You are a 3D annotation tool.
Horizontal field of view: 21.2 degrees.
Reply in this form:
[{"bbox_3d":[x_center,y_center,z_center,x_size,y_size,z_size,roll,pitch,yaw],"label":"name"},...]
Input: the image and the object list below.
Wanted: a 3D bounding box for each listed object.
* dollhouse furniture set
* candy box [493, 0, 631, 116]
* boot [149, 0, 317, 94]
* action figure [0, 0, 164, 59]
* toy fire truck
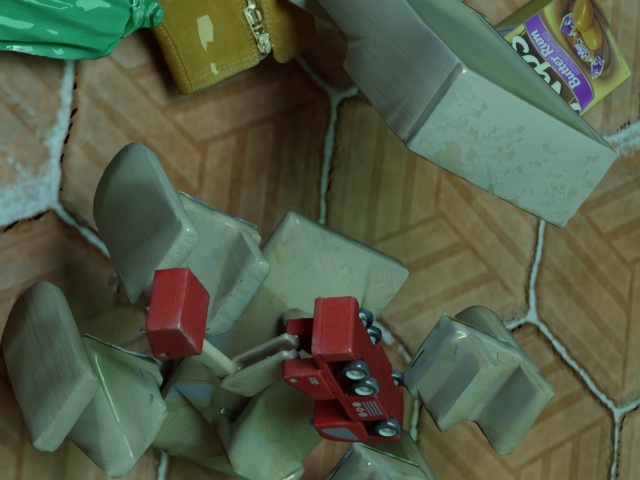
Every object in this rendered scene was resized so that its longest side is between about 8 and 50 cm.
[{"bbox_3d":[0.000,0.000,1.314,0.362,0.256,0.394,25,110,-32],"label":"dollhouse furniture set"},{"bbox_3d":[0.199,-0.154,1.578,0.186,0.053,0.109,-37,110,-31],"label":"candy box"},{"bbox_3d":[-0.041,-0.261,1.385,0.295,0.104,0.211,-35,113,-28],"label":"boot"},{"bbox_3d":[-0.220,-0.184,1.238,0.232,0.063,0.137,10,109,-28],"label":"action figure"},{"bbox_3d":[-0.026,0.082,1.150,0.192,0.135,0.047,62,28,-54],"label":"toy fire truck"}]
